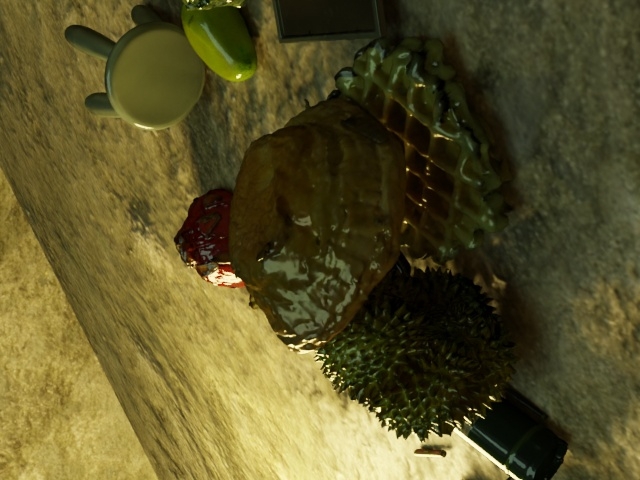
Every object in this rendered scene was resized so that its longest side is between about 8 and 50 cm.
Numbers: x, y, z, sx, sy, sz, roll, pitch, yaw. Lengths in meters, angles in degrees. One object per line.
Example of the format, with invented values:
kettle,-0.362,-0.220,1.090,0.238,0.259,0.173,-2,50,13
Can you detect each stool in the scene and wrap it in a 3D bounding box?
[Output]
stool,-0.345,-0.319,1.559,0.199,0.195,0.195,27,136,47

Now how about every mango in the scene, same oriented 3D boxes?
mango,-0.170,-0.336,1.382,0.117,0.089,0.163,-11,106,59

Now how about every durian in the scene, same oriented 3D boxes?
durian,0.131,0.156,1.175,0.291,0.291,0.224,35,135,36

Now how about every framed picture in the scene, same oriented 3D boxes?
framed picture,-0.003,-0.366,1.150,0.250,0.016,0.184,13,119,54

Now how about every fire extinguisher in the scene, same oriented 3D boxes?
fire extinguisher,0.234,0.257,1.278,0.294,0.093,0.118,35,115,37

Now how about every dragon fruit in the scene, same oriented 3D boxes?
dragon fruit,-0.226,0.015,1.700,0.224,0.148,0.218,39,144,33

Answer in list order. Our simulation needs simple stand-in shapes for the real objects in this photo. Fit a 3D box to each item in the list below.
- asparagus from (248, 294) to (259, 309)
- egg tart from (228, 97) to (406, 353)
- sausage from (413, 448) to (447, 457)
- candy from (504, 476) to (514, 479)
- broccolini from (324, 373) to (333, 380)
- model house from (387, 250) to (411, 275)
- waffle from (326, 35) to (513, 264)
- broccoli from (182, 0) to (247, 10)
asparagus,-0.087,0.067,1.615,0.080,0.080,0.287,53,143,14
egg tart,-0.020,-0.032,1.103,0.339,0.153,0.351,8,83,63
sausage,0.198,0.384,1.505,0.100,0.015,0.015,-21,97,60
candy,0.337,0.452,1.298,0.160,0.073,0.092,38,138,35
broccolini,0.088,0.259,1.562,0.057,0.071,0.254,25,167,-22
model house,0.016,0.022,1.334,0.203,0.164,0.141,6,115,56
waffle,0.127,-0.120,1.139,0.297,0.073,0.317,-16,99,60
broccoli,-0.209,-0.506,1.186,0.375,0.302,0.249,41,126,-6
